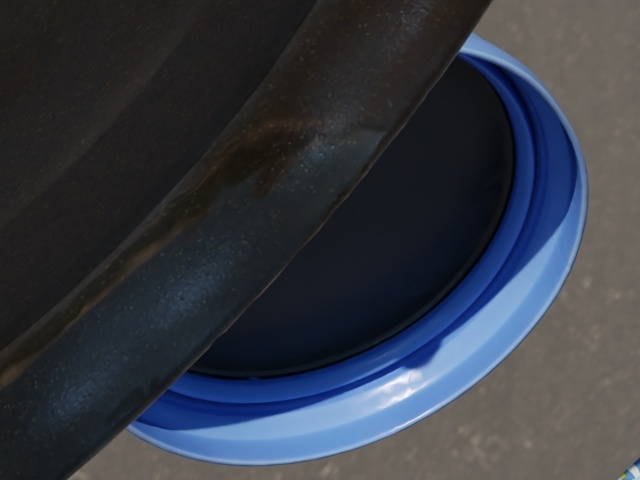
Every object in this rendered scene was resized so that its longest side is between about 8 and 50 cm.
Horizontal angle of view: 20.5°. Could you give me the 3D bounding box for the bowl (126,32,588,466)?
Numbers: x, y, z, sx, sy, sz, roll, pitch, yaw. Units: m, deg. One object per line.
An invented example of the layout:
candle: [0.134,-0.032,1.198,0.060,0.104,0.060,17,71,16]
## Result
bowl: [0.000,0.000,1.270,0.391,0.391,0.077,-2,41,-24]

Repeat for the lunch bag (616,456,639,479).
lunch bag: [0.215,0.240,0.801,0.221,0.138,0.293,-44,36,-5]

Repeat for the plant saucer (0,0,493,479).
plant saucer: [-0.057,-0.016,0.408,0.050,0.311,0.310,44,52,10]
